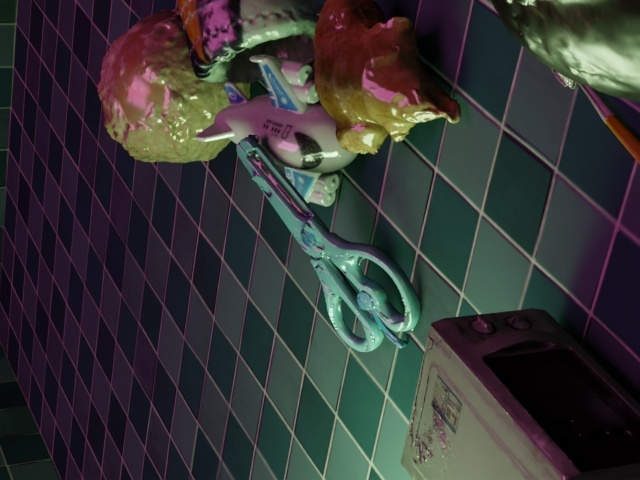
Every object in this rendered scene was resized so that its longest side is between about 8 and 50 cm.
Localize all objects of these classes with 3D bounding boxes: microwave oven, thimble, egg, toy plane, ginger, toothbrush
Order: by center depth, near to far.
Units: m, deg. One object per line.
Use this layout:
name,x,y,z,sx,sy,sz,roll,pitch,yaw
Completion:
toothbrush,0.328,-0.117,1.559,0.288,0.021,0.024,-121,25,-43
microwave oven,0.247,0.243,1.600,0.295,0.181,0.237,-130,41,-51
ginger,0.081,-0.208,1.932,0.270,0.123,0.219,51,135,49
toy plane,-0.056,-0.163,2.162,0.267,0.122,0.267,24,134,27
thimble,-0.095,-0.339,2.178,0.237,0.237,0.150,-31,70,61
egg,-0.246,-0.264,2.450,0.310,0.279,0.279,-82,5,-57

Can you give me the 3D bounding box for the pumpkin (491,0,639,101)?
pumpkin,0.319,-0.329,1.180,0.454,0.344,0.454,-45,36,48

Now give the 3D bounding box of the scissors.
scissors,0.000,0.000,2.069,0.393,0.032,0.180,52,137,12
